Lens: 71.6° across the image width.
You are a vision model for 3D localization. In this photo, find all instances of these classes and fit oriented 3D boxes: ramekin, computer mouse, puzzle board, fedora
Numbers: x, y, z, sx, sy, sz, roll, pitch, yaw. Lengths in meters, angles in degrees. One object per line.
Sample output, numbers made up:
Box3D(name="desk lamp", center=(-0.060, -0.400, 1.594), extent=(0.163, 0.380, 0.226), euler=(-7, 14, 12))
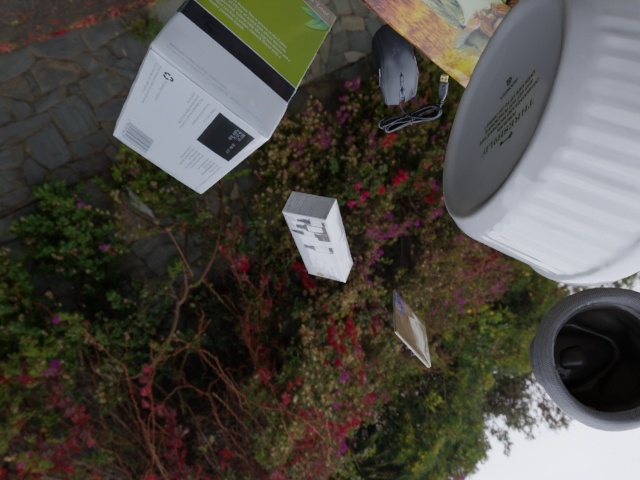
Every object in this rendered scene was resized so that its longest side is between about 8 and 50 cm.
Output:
Box3D(name="ramekin", center=(0.215, -0.105, 0.408), extent=(0.127, 0.273, 0.273), euler=(15, -162, -4))
Box3D(name="computer mouse", center=(0.223, -0.384, 1.057), extent=(0.183, 0.262, 0.060), euler=(-14, -141, -2))
Box3D(name="puzzle board", center=(0.162, 0.158, 0.805), extent=(0.011, 0.096, 0.128), euler=(-38, -164, 22))
Box3D(name="fedora", center=(0.509, 0.217, 0.829), extent=(0.275, 0.244, 0.124), euler=(-17, 168, -9))

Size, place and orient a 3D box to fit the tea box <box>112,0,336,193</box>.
Box3D(name="tea box", center=(-0.190, -0.314, 0.851), extent=(0.328, 0.219, 0.324), euler=(-19, -139, 54))

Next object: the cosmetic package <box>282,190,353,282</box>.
Box3D(name="cosmetic package", center=(0.000, 0.000, 0.950), extent=(0.098, 0.239, 0.061), euler=(13, -120, 23))

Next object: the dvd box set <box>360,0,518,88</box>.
Box3D(name="dvd box set", center=(0.271, -0.256, 0.481), extent=(0.307, 0.420, 0.062), euler=(-13, -122, 55))
